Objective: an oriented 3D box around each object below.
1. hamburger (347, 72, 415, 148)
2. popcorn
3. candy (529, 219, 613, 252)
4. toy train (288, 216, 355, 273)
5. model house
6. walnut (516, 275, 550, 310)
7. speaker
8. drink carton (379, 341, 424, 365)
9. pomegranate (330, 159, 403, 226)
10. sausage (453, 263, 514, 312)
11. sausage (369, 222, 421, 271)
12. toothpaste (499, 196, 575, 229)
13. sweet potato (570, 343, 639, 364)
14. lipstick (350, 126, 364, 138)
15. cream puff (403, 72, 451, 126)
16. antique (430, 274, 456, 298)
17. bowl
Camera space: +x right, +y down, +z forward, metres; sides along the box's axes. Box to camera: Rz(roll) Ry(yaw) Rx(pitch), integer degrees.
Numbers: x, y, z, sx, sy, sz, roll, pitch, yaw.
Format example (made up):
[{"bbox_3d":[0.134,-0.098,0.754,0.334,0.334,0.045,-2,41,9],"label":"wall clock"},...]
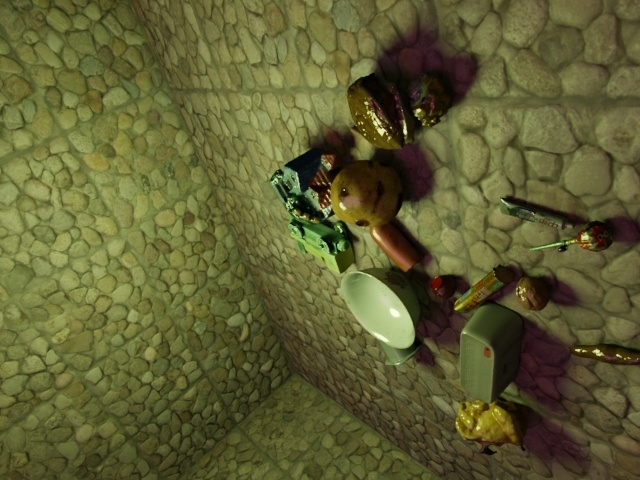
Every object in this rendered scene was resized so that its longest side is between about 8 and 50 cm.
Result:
[{"bbox_3d":[0.190,-0.415,1.520,0.285,0.134,0.265,-121,6,-76],"label":"hamburger"},{"bbox_3d":[0.761,0.791,2.023,0.316,0.281,0.297,-27,140,34],"label":"popcorn"},{"bbox_3d":[0.724,0.004,1.358,0.084,0.078,0.288,48,160,-6],"label":"candy"},{"bbox_3d":[0.000,0.000,2.336,0.397,0.160,0.253,28,150,38],"label":"toy train"},{"bbox_3d":[-0.014,-0.237,1.932,0.295,0.252,0.329,61,157,-1],"label":"model house"},{"bbox_3d":[0.707,0.176,1.533,0.124,0.105,0.105,57,152,2],"label":"walnut"},{"bbox_3d":[0.665,0.452,1.814,0.183,0.184,0.406,27,143,40],"label":"speaker"},{"bbox_3d":[0.379,0.507,2.316,0.189,0.191,0.185,63,153,-5],"label":"drink carton"},{"bbox_3d":[0.177,-0.176,1.751,0.281,0.281,0.281,36,148,28],"label":"pomegranate"},{"bbox_3d":[0.599,0.202,1.744,0.082,0.082,0.371,45,152,14],"label":"sausage"},{"bbox_3d":[0.306,0.012,1.934,0.259,0.113,0.113,47,151,9],"label":"sausage"},{"bbox_3d":[0.651,-0.077,1.393,0.233,0.038,0.060,26,143,43],"label":"toothpaste"},{"bbox_3d":[0.914,0.363,1.476,0.067,0.067,0.274,57,157,-8],"label":"sweet potato"},{"bbox_3d":[0.154,-0.411,1.772,0.094,0.019,0.019,37,148,25],"label":"lipstick"},{"bbox_3d":[0.333,-0.427,1.401,0.121,0.156,0.156,-34,93,19],"label":"cream puff"},{"bbox_3d":[0.500,0.188,1.854,0.104,0.104,0.104,36,148,28],"label":"antique"},{"bbox_3d":[0.316,0.266,2.111,0.435,0.196,0.435,37,149,27],"label":"bowl"}]
